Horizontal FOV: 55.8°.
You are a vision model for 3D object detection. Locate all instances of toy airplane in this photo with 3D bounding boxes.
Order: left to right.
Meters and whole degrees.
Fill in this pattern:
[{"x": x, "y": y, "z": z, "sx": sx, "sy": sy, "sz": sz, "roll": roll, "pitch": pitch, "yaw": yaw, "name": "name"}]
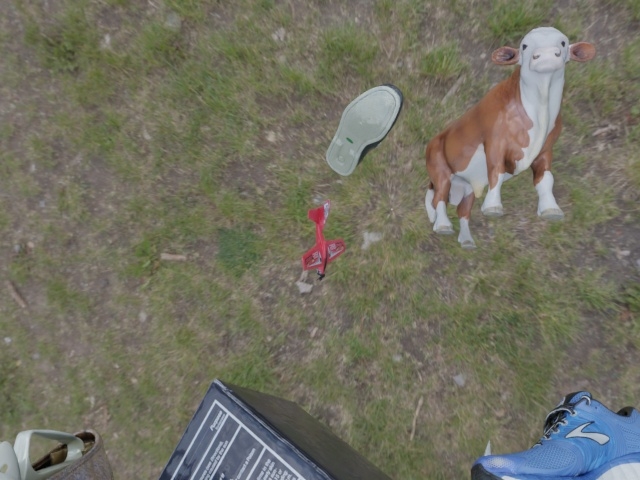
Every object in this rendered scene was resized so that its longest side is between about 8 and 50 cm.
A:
[{"x": 0.000, "y": 0.000, "z": 1.070, "sx": 0.028, "sy": 0.151, "sz": 0.151, "roll": 11, "pitch": 94, "yaw": 28, "name": "toy airplane"}]

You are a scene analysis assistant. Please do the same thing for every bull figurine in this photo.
[{"x": 0.209, "y": -0.107, "z": 0.714, "sx": 0.101, "sy": 0.310, "sz": 0.189, "roll": 9, "pitch": 76, "yaw": -10, "name": "bull figurine"}]

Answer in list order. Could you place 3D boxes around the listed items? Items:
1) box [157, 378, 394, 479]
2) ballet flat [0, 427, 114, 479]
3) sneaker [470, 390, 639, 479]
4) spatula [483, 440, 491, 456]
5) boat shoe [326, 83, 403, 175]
[{"x": -0.054, "y": 0.367, "z": 0.686, "sx": 0.294, "sy": 0.182, "sz": 0.296, "roll": 26, "pitch": 85, "yaw": 41, "name": "box"}, {"x": -0.338, "y": 0.266, "z": 0.656, "sx": 0.107, "sy": 0.316, "sz": 0.106, "roll": -7, "pitch": 82, "yaw": 9, "name": "ballet flat"}, {"x": 0.350, "y": 0.303, "z": 0.869, "sx": 0.329, "sy": 0.130, "sz": 0.147, "roll": 1, "pitch": 55, "yaw": -24, "name": "sneaker"}, {"x": 0.279, "y": 0.501, "z": 1.098, "sx": 0.019, "sy": 0.242, "sz": 0.168, "roll": 16, "pitch": 123, "yaw": 17, "name": "spatula"}, {"x": 0.084, "y": -0.209, "z": 1.089, "sx": 0.084, "sy": 0.233, "sz": 0.079, "roll": 45, "pitch": 57, "yaw": 3, "name": "boat shoe"}]
